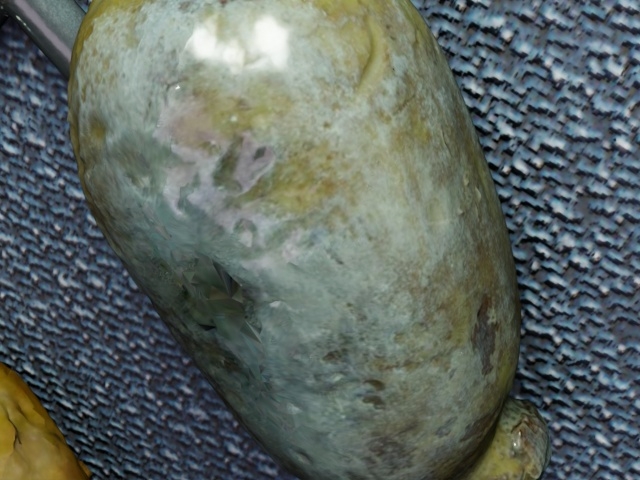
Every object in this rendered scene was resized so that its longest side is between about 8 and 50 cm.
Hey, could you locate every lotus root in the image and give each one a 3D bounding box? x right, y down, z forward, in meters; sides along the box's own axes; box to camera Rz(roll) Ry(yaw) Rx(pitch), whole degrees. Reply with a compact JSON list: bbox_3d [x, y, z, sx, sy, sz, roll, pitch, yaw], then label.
[{"bbox_3d":[-0.002,0.001,0.858,0.175,0.175,0.349,-4,123,38],"label":"lotus root"}]

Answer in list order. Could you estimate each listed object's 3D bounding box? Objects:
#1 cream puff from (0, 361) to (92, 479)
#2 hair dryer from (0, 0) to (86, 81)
[{"bbox_3d":[-0.298,0.195,1.192,0.327,0.231,0.343,-15,117,46],"label":"cream puff"},{"bbox_3d":[-0.100,-0.092,0.936,0.195,0.050,0.173,39,140,-7],"label":"hair dryer"}]
